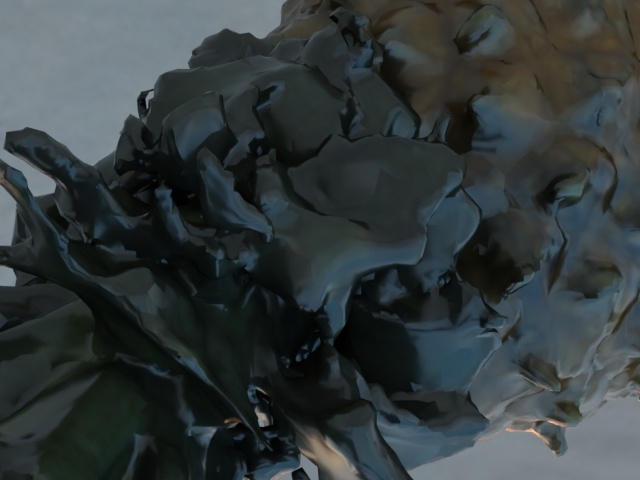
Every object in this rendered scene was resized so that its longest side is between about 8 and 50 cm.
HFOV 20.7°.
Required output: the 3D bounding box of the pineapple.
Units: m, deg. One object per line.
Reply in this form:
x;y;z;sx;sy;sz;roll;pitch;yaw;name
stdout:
0.000;0.000;0.435;0.340;0.169;0.169;-21;163;-45;pineapple
